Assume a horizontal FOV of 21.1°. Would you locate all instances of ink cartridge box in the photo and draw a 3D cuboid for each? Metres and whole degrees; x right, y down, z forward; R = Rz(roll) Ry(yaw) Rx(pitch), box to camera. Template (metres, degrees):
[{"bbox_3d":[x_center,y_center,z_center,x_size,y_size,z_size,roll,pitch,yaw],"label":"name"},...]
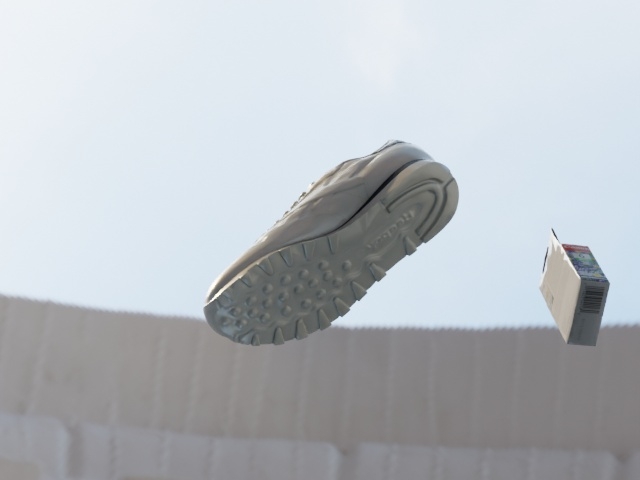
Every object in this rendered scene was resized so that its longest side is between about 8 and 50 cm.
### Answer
[{"bbox_3d":[0.221,0.039,1.507,0.029,0.063,0.115,6,-157,-8],"label":"ink cartridge box"}]

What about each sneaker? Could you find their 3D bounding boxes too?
[{"bbox_3d":[0.000,0.000,1.416,0.235,0.090,0.095,-32,-141,-13],"label":"sneaker"}]
